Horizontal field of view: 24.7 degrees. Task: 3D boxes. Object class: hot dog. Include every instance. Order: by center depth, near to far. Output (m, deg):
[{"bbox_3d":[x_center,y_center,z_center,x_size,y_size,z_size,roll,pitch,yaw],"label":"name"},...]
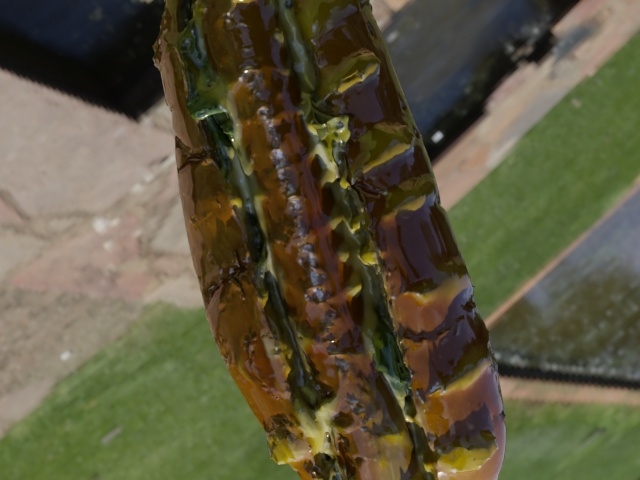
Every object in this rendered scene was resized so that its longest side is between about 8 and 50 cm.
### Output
[{"bbox_3d":[0.000,0.000,0.633,0.115,0.269,0.072,-21,-176,8],"label":"hot dog"}]
